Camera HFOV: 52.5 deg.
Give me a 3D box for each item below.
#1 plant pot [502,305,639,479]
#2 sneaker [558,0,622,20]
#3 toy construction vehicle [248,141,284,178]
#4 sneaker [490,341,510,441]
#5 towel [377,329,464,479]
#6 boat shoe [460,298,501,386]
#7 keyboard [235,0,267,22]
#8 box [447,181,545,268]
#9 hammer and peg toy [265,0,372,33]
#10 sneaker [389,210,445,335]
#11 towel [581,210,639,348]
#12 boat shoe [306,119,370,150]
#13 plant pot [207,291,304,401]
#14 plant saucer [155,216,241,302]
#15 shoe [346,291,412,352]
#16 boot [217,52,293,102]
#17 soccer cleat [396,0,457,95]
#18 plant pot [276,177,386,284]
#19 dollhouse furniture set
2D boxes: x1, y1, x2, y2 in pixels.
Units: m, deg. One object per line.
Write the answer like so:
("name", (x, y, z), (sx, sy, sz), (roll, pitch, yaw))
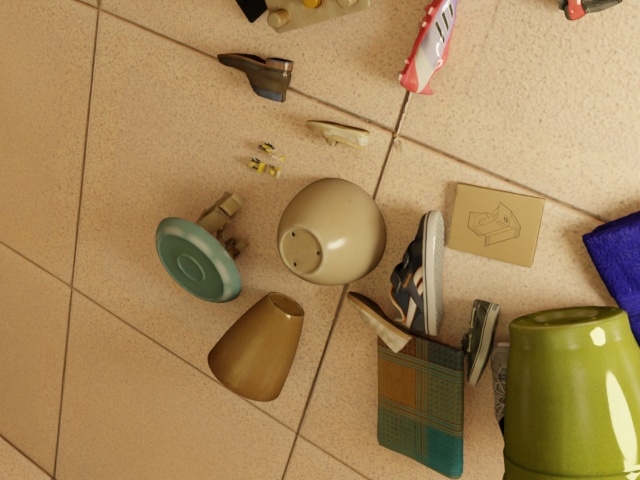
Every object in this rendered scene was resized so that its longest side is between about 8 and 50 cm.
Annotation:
("plant pot", (0.544, 0.328, 1.368), (0.367, 0.366, 0.352), (-9, 89, 33))
("sneaker", (0.514, -0.556, 1.198), (0.135, 0.098, 0.276), (3, 110, 30))
("toy construction vehicle", (-0.147, -0.214, 1.751), (0.098, 0.035, 0.086), (33, 121, 17))
("sneaker", (0.463, 0.378, 1.543), (0.105, 0.115, 0.281), (-9, 102, 33))
("towel", (0.258, 0.415, 1.694), (0.271, 0.040, 0.370), (14, 113, 42))
("boat shoe", (0.379, 0.247, 1.577), (0.070, 0.078, 0.219), (17, 107, 25))
("keyboard", (-0.142, -0.636, 1.610), (0.180, 0.023, 0.108), (-30, 96, 34))
("box", (0.400, -0.037, 1.494), (0.201, 0.021, 0.164), (15, 114, 27))
("hammer and peg toy", (-0.040, -0.666, 1.435), (0.266, 0.127, 0.361), (-5, 114, 28))
("sneaker", (0.230, 0.080, 1.573), (0.128, 0.126, 0.321), (7, 112, 23))
("towel", (0.702, 0.084, 1.322), (0.228, 0.076, 0.308), (-28, 92, 34))
("boat shoe", (0.038, -0.259, 1.608), (0.170, 0.063, 0.059), (18, 109, 24))
("plant pot", (-0.156, 0.281, 1.834), (0.237, 0.237, 0.254), (36, 108, 15))
("plant saucer", (-0.372, 0.071, 1.914), (0.318, 0.043, 0.317), (23, 138, 22))
("shoe", (0.139, 0.206, 1.675), (0.219, 0.077, 0.058), (38, 106, 36))
("boot", (-0.175, -0.421, 1.668), (0.219, 0.082, 0.106), (15, 111, 24))
("soccer cleat", (0.252, -0.439, 1.419), (0.095, 0.083, 0.248), (20, 115, -9))
("plant pot", (0.000, 0.000, 1.645), (0.284, 0.191, 0.284), (11, 112, 27))
("dollhouse furniture set", (-0.233, -0.056, 1.846), (0.182, 0.101, 0.161), (-33, 113, 34))
